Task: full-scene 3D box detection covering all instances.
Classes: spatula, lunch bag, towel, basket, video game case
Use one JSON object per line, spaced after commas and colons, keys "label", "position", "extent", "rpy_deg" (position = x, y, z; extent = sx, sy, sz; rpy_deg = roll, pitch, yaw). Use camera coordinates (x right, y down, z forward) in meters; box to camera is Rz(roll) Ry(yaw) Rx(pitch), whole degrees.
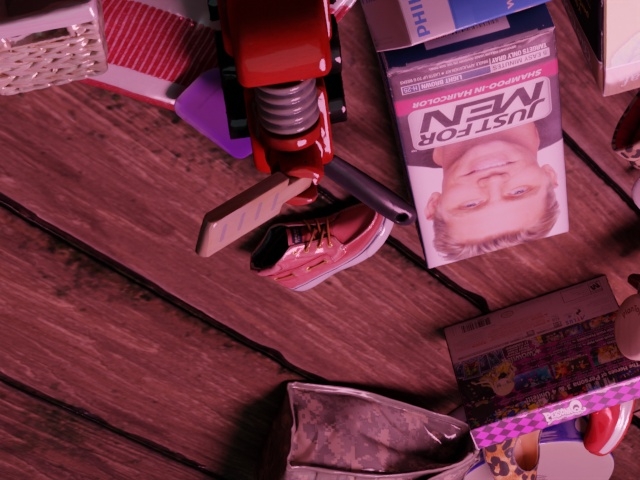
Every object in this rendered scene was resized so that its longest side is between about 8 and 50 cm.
{"label": "spatula", "position": [-0.012, -0.087, 1.509], "extent": [0.296, 0.030, 0.084], "rpy_deg": [28, 127, -29]}
{"label": "lunch bag", "position": [0.065, 0.337, 2.052], "extent": [0.287, 0.169, 0.235], "rpy_deg": [8, 140, -12]}
{"label": "towel", "position": [-0.087, -0.237, 1.383], "extent": [0.237, 0.037, 0.329], "rpy_deg": [16, 134, -33]}
{"label": "basket", "position": [-0.246, -0.221, 1.248], "extent": [0.113, 0.167, 0.103], "rpy_deg": [-12, 150, -1]}
{"label": "video game case", "position": [0.287, 0.153, 1.873], "extent": [0.232, 0.210, 0.042], "rpy_deg": [-19, 124, 6]}

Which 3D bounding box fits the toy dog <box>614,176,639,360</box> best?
{"label": "toy dog", "position": [0.463, -0.005, 1.781], "extent": [0.220, 0.161, 0.333], "rpy_deg": [25, 107, -35]}

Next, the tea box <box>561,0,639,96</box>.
{"label": "tea box", "position": [0.263, -0.350, 1.102], "extent": [0.220, 0.329, 0.323], "rpy_deg": [-14, 145, 0]}

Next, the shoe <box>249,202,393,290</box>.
{"label": "shoe", "position": [0.000, 0.000, 1.697], "extent": [0.178, 0.063, 0.081], "rpy_deg": [-34, 144, 32]}

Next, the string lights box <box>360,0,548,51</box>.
{"label": "string lights box", "position": [0.174, -0.249, 1.328], "extent": [0.260, 0.076, 0.133], "rpy_deg": [-19, -171, -9]}

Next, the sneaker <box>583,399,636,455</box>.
{"label": "sneaker", "position": [0.376, 0.191, 2.032], "extent": [0.128, 0.087, 0.221], "rpy_deg": [12, 104, -15]}

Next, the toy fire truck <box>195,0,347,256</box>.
{"label": "toy fire truck", "position": [-0.048, -0.118, 1.298], "extent": [0.159, 0.246, 0.217], "rpy_deg": [-8, 134, -3]}

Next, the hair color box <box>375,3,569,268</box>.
{"label": "hair color box", "position": [0.166, -0.123, 1.557], "extent": [0.174, 0.105, 0.347], "rpy_deg": [-15, 144, 2]}

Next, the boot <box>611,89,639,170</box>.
{"label": "boot", "position": [0.519, -0.141, 1.573], "extent": [0.284, 0.138, 0.377], "rpy_deg": [38, 98, -17]}

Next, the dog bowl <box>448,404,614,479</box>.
{"label": "dog bowl", "position": [0.302, 0.326, 2.192], "extent": [0.265, 0.104, 0.265], "rpy_deg": [-9, 143, -7]}

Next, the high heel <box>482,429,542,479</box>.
{"label": "high heel", "position": [0.314, 0.257, 1.969], "extent": [0.186, 0.261, 0.093], "rpy_deg": [-5, -168, 32]}
